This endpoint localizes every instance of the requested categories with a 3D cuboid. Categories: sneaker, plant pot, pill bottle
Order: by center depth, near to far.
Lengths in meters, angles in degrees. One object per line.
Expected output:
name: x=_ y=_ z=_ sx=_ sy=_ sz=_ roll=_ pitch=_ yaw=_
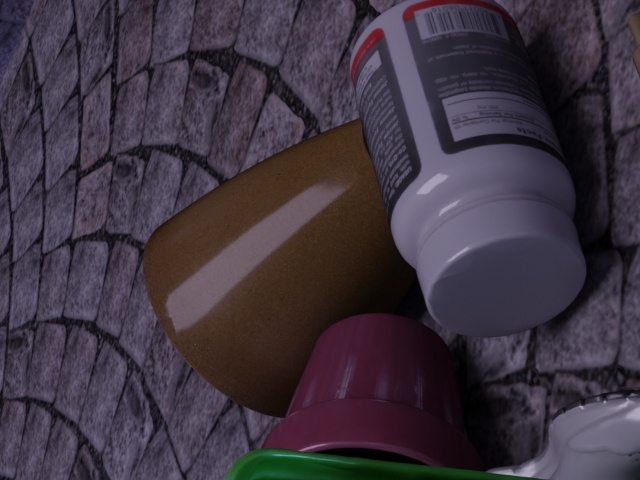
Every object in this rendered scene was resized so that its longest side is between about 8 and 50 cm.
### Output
sneaker: x=0.215 y=0.201 z=1.533 sx=0.297 sy=0.111 sz=0.129 roll=-52 pitch=50 yaw=50
pill bottle: x=0.127 y=-0.065 z=1.713 sx=0.161 sy=0.161 sz=0.283 roll=-53 pitch=36 yaw=38
plant pot: x=0.048 y=0.172 z=1.753 sx=0.201 sy=0.201 sz=0.180 roll=-50 pitch=24 yaw=42
plant pot: x=0.000 y=0.000 z=1.888 sx=0.254 sy=0.237 sz=0.237 roll=-43 pitch=42 yaw=30

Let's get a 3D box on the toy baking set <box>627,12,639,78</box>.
toy baking set: x=0.317 y=-0.158 z=1.537 sx=0.197 sy=0.030 sz=0.256 roll=-49 pitch=39 yaw=42

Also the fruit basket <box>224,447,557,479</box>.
fruit basket: x=0.110 y=0.284 z=1.255 sx=0.392 sy=0.392 sz=0.283 roll=-18 pitch=65 yaw=59
